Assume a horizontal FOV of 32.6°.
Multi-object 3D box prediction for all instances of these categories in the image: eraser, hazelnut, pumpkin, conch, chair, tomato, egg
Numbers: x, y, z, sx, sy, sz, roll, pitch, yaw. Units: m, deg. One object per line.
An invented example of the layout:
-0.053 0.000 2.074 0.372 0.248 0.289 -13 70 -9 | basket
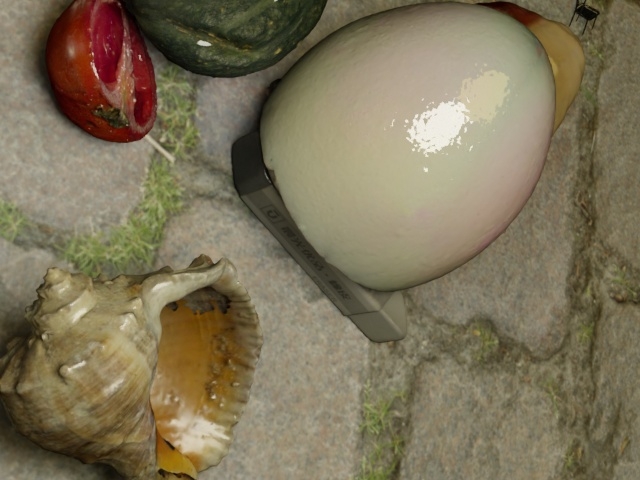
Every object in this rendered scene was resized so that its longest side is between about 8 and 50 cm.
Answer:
0.000 0.000 1.493 0.352 0.089 0.061 48 60 -17 | eraser
0.268 -0.235 1.664 0.261 0.241 0.261 1 81 -5 | hazelnut
-0.136 -0.367 1.364 0.257 0.291 0.327 -27 115 1 | pumpkin
-0.218 0.138 1.252 0.297 0.210 0.352 -38 145 -21 | conch
0.472 -0.410 1.939 0.042 0.037 0.086 23 72 -17 | chair
-0.278 -0.212 1.340 0.189 0.099 0.173 62 23 -58 | tomato
0.149 -0.149 1.415 0.354 0.340 0.354 33 40 -34 | egg
